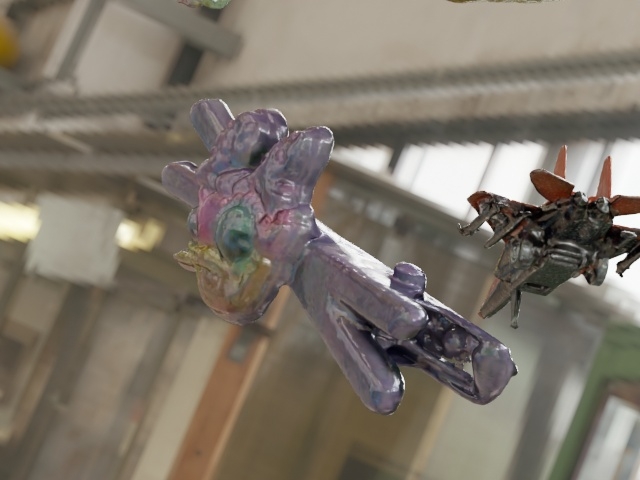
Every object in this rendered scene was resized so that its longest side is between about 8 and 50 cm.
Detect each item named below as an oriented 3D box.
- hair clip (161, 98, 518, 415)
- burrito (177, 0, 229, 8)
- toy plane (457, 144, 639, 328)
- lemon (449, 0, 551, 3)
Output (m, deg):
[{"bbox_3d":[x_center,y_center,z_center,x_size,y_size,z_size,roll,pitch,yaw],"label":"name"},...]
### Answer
[{"bbox_3d":[-0.006,0.003,1.138,0.278,0.137,0.090,37,26,28],"label":"hair clip"},{"bbox_3d":[-0.065,-0.298,1.503,0.089,0.229,0.144,-19,65,-47],"label":"burrito"},{"bbox_3d":[0.138,0.013,1.199,0.130,0.061,0.189,11,-38,-14],"label":"toy plane"},{"bbox_3d":[0.140,-0.281,1.223,0.322,0.268,0.268,-6,8,-33],"label":"lemon"}]
